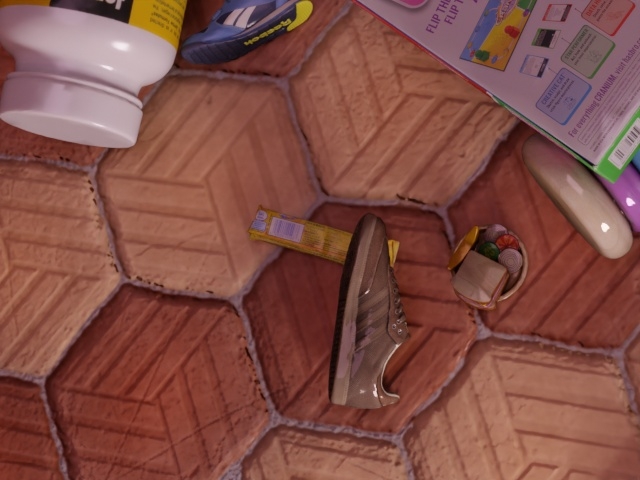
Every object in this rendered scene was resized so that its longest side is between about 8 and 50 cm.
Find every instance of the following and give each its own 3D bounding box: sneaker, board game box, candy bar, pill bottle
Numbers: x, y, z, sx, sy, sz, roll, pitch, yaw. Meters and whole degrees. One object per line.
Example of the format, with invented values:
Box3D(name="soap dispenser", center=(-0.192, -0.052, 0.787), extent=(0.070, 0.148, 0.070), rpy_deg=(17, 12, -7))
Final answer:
Box3D(name="sneaker", center=(0.054, 0.070, 1.771), extent=(0.071, 0.066, 0.188), rpy_deg=(9, 94, -8))
Box3D(name="sneaker", center=(-0.082, -0.228, 1.878), extent=(0.144, 0.053, 0.059), rpy_deg=(-26, 73, 3))
Box3D(name="board game box", center=(0.204, -0.238, 1.635), extent=(0.316, 0.064, 0.242), rpy_deg=(39, 96, 26))
Box3D(name="candy bar", center=(0.000, 0.000, 1.822), extent=(0.161, 0.018, 0.040), rpy_deg=(16, 86, 20))
Box3D(name="pill bottle", center=(-0.225, -0.272, 1.858), extent=(0.187, 0.188, 0.334), rpy_deg=(8, 82, 19))

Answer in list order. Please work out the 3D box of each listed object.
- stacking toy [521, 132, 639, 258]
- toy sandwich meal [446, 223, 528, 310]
Box3D(name="stacking toy", center=(0.350, -0.136, 1.685), extent=(0.330, 0.141, 0.141), rpy_deg=(-40, 70, 2))
Box3D(name="toy sandwich meal", center=(0.159, 0.023, 1.761), extent=(0.085, 0.029, 0.086), rpy_deg=(-3, 78, 17))
